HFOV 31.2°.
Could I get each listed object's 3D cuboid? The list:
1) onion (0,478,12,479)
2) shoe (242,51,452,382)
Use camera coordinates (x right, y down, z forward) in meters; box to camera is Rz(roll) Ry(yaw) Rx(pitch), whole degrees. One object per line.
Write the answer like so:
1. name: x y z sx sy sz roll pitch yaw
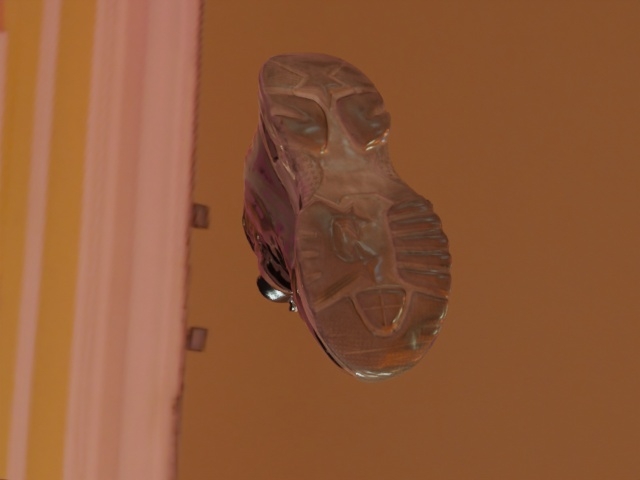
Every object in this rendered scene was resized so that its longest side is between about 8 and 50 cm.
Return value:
1. onion: -0.187 0.237 0.656 0.285 0.273 0.273 -50 -117 27
2. shoe: 0.000 0.000 0.539 0.099 0.071 0.169 121 -40 -51
